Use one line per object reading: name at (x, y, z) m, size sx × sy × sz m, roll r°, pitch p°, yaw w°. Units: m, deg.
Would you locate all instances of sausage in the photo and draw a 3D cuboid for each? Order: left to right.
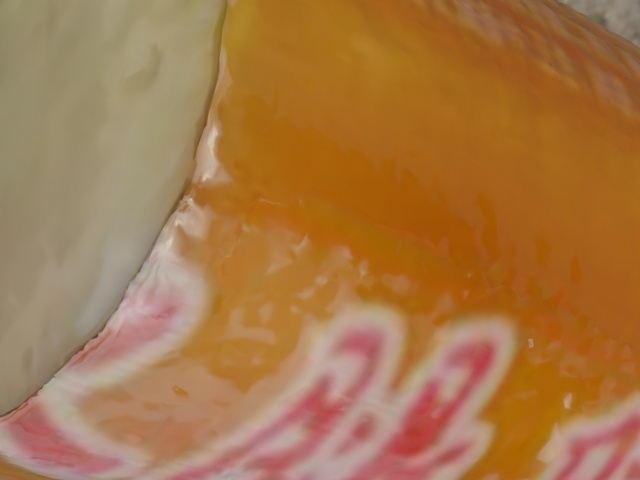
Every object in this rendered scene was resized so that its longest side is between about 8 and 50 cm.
sausage at (0.000, 0.000, 0.658) m, size 0.287 × 0.233 × 0.233 m, roll 24°, pitch 152°, yaw -35°
